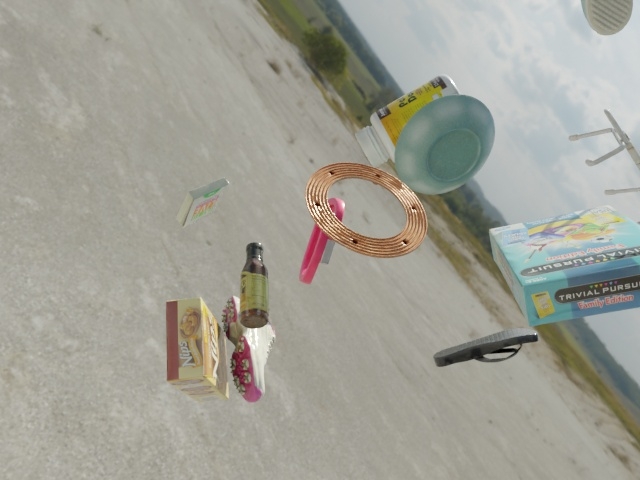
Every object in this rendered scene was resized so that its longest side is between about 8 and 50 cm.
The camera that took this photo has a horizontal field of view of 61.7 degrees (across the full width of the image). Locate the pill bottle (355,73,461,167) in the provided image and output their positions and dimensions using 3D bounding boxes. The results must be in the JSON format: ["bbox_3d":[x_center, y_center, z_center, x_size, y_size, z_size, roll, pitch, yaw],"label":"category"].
[{"bbox_3d":[0.183,-0.235,1.090,0.117,0.215,0.117,57,12,-19],"label":"pill bottle"}]

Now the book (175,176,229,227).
[{"bbox_3d":[-0.274,-0.090,1.246,0.096,0.144,0.035,-29,82,-32],"label":"book"}]

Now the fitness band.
[{"bbox_3d":[0.000,0.000,1.707,0.054,0.291,0.209,21,-8,-11],"label":"fitness band"}]

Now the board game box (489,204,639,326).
[{"bbox_3d":[0.480,0.033,1.017,0.336,0.253,0.079,-67,142,-71],"label":"board game box"}]

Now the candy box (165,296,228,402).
[{"bbox_3d":[-0.295,0.278,1.309,0.316,0.087,0.183,89,-7,-65],"label":"candy box"}]

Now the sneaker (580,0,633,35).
[{"bbox_3d":[0.683,-0.693,1.306,0.150,0.135,0.366,-58,144,-65],"label":"sneaker"}]

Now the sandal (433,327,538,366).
[{"bbox_3d":[0.404,0.269,1.305,0.097,0.254,0.054,-14,83,-67],"label":"sandal"}]

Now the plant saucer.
[{"bbox_3d":[0.228,-0.157,0.945,0.195,0.195,0.037,43,14,-37],"label":"plant saucer"}]

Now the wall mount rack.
[{"bbox_3d":[0.792,-0.188,1.432,0.350,0.130,0.304,53,30,-10],"label":"wall mount rack"}]

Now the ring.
[{"bbox_3d":[0.119,-0.081,1.398,0.336,0.032,0.337,11,47,-11],"label":"ring"}]

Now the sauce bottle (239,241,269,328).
[{"bbox_3d":[-0.094,0.061,0.759,0.042,0.042,0.128,40,32,-41],"label":"sauce bottle"}]

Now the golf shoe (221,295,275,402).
[{"bbox_3d":[-0.168,0.275,1.401,0.140,0.115,0.306,10,43,-31],"label":"golf shoe"}]
